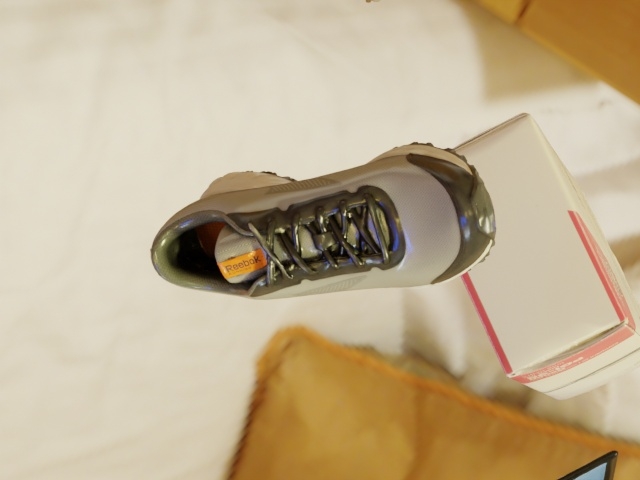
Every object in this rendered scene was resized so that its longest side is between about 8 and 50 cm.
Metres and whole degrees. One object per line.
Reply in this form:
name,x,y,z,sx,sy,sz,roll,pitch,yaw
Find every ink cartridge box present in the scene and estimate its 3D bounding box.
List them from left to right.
ink cartridge box,0.203,0.026,1.616,0.117,0.207,0.283,-27,164,10

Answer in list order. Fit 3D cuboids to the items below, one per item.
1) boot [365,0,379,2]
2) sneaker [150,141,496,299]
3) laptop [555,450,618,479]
boot,0.069,-0.179,0.945,0.042,0.087,0.118,90,4,-76
sneaker,0.000,0.000,1.222,0.108,0.272,0.100,-29,108,-50
laptop,0.165,0.336,1.401,0.137,0.264,0.234,2,128,0
